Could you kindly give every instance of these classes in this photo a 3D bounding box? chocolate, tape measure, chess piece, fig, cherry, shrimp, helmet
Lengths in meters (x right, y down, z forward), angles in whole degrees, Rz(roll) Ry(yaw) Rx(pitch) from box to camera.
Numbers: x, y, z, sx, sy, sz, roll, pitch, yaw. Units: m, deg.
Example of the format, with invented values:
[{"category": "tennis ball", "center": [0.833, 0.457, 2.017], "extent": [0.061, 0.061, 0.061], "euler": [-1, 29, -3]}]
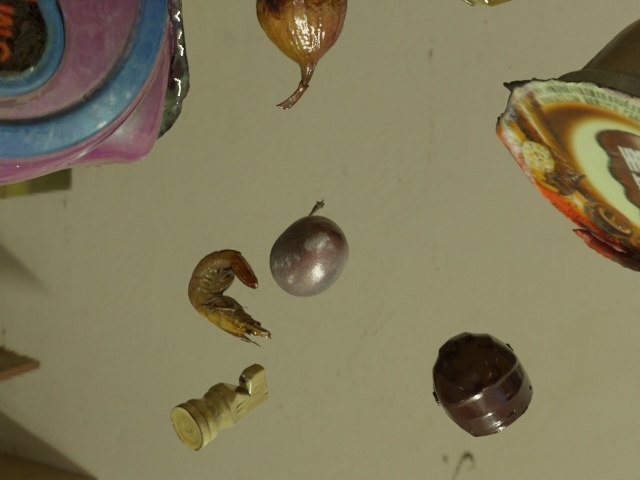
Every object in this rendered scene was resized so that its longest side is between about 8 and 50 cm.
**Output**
[{"category": "chocolate", "center": [0.240, -0.082, 0.617], "extent": [0.221, 0.221, 0.147], "euler": [19, -117, 46]}, {"category": "tape measure", "center": [-0.183, -0.142, 0.490], "extent": [0.245, 0.232, 0.149], "euler": [7, 178, -40]}, {"category": "chess piece", "center": [-0.177, 0.307, 1.670], "extent": [0.090, 0.090, 0.200], "euler": [16, -150, 39]}, {"category": "fig", "center": [-0.023, -0.300, 1.333], "extent": [0.133, 0.201, 0.146], "euler": [-7, -171, -11]}, {"category": "cherry", "center": [0.000, -0.004, 1.349], "extent": [0.115, 0.148, 0.188], "euler": [27, -116, 14]}, {"category": "shrimp", "center": [-0.105, 0.069, 1.118], "extent": [0.162, 0.095, 0.045], "euler": [29, 173, 38]}, {"category": "helmet", "center": [0.157, 0.136, 0.913], "extent": [0.098, 0.070, 0.123], "euler": [-36, -138, 0]}]

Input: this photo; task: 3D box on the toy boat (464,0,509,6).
[{"category": "toy boat", "center": [0.143, -0.334, 0.999], "extent": [0.226, 0.088, 0.068], "euler": [24, -169, -20]}]
